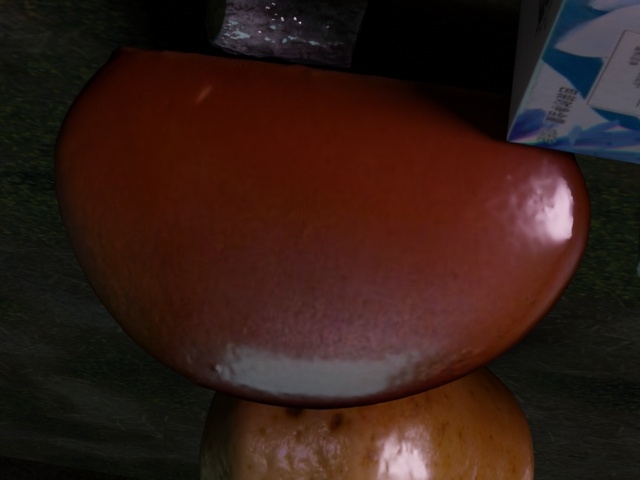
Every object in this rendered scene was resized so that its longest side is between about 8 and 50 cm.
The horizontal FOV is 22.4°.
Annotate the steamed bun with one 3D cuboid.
[{"bbox_3d":[0.000,0.000,1.191,0.379,0.248,0.235,9,-177,6],"label":"steamed bun"}]

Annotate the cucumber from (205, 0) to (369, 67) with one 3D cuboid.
[{"bbox_3d":[-0.022,-0.154,1.129,0.112,0.064,0.064,10,161,-13],"label":"cucumber"}]

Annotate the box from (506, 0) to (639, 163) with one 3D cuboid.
[{"bbox_3d":[0.234,-0.141,0.959,0.203,0.116,0.274,9,161,-1],"label":"box"}]

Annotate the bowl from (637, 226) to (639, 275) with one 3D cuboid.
[{"bbox_3d":[0.421,0.062,1.400,0.307,0.163,0.307,11,161,4],"label":"bowl"}]

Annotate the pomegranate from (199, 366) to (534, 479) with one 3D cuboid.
[{"bbox_3d":[0.045,0.283,1.806,0.410,0.410,0.410,8,161,3],"label":"pomegranate"}]
